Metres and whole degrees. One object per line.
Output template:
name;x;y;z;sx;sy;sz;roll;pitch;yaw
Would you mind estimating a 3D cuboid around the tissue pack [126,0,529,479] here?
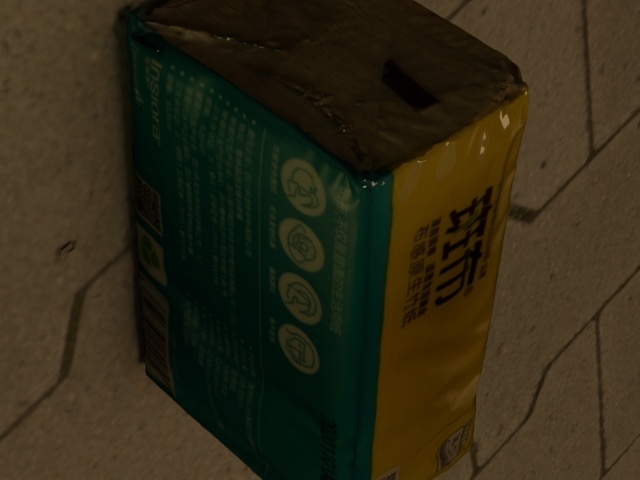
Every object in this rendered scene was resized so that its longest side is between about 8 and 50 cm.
tissue pack;0.000;0.000;0.825;0.134;0.192;0.271;-32;143;-32
